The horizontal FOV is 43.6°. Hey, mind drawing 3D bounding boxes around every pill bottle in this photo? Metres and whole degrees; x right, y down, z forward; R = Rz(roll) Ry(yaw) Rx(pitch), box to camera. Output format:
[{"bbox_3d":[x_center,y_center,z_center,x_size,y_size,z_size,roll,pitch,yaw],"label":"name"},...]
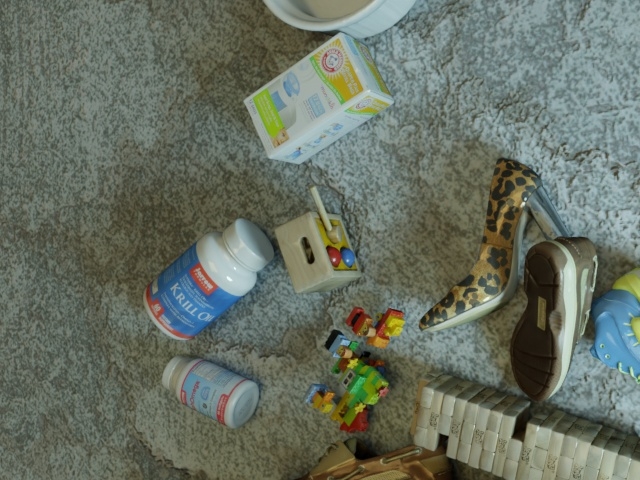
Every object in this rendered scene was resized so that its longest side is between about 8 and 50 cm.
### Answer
[{"bbox_3d":[-0.193,0.257,1.386,0.160,0.087,0.087,18,97,27],"label":"pill bottle"},{"bbox_3d":[-0.188,0.062,1.367,0.221,0.124,0.124,-41,71,21],"label":"pill bottle"}]

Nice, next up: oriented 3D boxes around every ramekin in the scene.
[{"bbox_3d":[0.039,-0.453,1.256,0.277,0.135,0.277,-1,88,27],"label":"ramekin"}]

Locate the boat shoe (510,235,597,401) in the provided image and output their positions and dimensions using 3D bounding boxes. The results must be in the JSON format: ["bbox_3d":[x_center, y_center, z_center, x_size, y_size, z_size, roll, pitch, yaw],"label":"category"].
[{"bbox_3d":[0.329,0.109,1.091,0.095,0.095,0.258,44,144,44],"label":"boat shoe"}]

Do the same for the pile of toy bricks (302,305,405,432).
[{"bbox_3d":[0.065,0.209,1.226,0.105,0.118,0.212,44,110,42],"label":"pile of toy bricks"}]

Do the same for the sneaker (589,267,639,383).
[{"bbox_3d":[0.441,0.162,1.066,0.126,0.091,0.240,-33,66,35],"label":"sneaker"}]

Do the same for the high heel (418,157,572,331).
[{"bbox_3d":[0.226,0.009,1.173,0.261,0.093,0.186,-32,72,16],"label":"high heel"}]

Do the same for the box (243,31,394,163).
[{"bbox_3d":[-0.002,-0.224,1.289,0.203,0.103,0.114,-30,76,24],"label":"box"}]

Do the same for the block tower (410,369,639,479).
[{"bbox_3d":[0.288,0.280,1.105,0.335,0.091,0.097,13,102,28],"label":"block tower"}]

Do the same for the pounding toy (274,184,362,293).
[{"bbox_3d":[0.000,0.000,1.267,0.100,0.130,0.141,-25,77,25],"label":"pounding toy"}]

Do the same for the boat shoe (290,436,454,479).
[{"bbox_3d":[0.054,0.368,1.246,0.323,0.122,0.120,-12,78,19],"label":"boat shoe"}]
